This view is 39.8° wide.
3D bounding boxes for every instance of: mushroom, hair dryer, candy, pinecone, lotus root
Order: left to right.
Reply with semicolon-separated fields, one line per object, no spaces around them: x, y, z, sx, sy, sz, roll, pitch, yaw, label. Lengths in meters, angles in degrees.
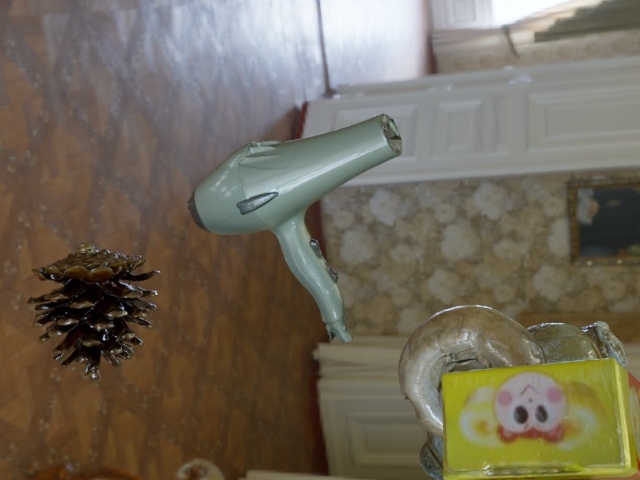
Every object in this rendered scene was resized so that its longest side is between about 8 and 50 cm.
-0.436;0.134;1.694;0.264;0.264;0.264;-3;90;-75;pinecone
0.010;-0.026;0.854;0.225;0.219;0.088;43;33;-7;hair dryer
0.165;0.153;0.965;0.127;0.166;0.166;-36;123;-55;mushroom
0.276;0.240;1.277;0.175;0.349;0.175;44;19;-19;lotus root
0.215;0.171;0.769;0.276;0.146;0.088;29;57;-56;candy
